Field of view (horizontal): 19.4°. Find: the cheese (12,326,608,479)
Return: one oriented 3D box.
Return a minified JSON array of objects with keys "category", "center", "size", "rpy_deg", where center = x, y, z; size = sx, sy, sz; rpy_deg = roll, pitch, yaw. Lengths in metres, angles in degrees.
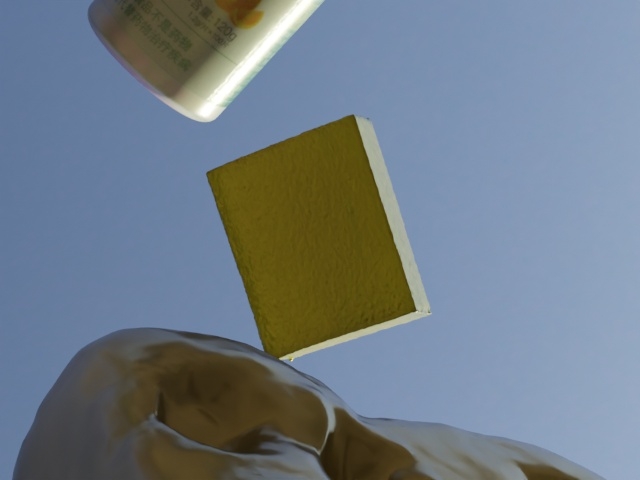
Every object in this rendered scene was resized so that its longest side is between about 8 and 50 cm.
[{"category":"cheese","center":[0.066,0.197,0.708],"size":[0.351,0.130,0.328],"rpy_deg":[25,-159,-29]}]

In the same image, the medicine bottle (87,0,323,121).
[{"category":"medicine bottle","center":[-0.042,-0.228,1.416],"size":[0.133,0.274,0.133],"rpy_deg":[41,-169,-10]}]

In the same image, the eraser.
[{"category":"eraser","center":[0.000,0.000,1.087],"size":[0.045,0.097,0.122],"rpy_deg":[8,-118,-73]}]
